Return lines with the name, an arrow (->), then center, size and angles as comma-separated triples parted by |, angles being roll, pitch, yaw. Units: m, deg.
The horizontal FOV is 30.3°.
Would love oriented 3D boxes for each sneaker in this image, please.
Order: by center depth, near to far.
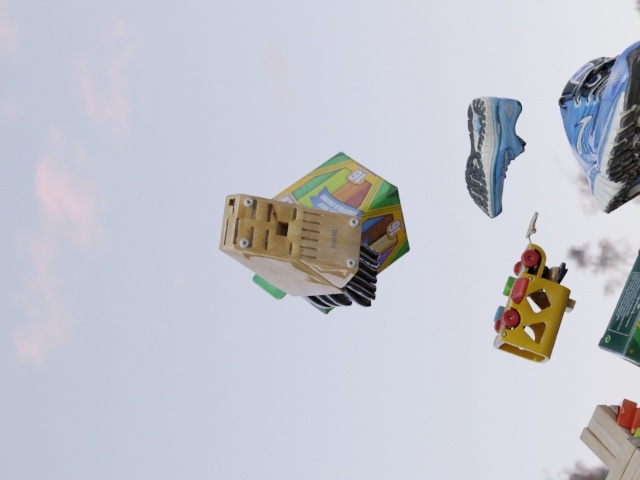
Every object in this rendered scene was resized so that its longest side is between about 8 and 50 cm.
sneaker -> 0.324, -0.143, 1.321 | 0.130, 0.147, 0.330 | -32, -17, -5
sneaker -> 0.222, -0.100, 1.452 | 0.073, 0.063, 0.162 | -10, -58, -16

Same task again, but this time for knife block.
knife block -> -0.034, 0.032, 1.808 | 0.242, 0.275, 0.088 | 129, 149, -64

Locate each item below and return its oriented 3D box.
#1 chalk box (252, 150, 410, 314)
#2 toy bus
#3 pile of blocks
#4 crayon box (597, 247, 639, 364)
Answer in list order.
chalk box -> 0.000, 0.000, 2.256 | 0.289, 0.180, 0.179 | -36, -43, -21
toy bus -> 0.341, 0.092, 1.839 | 0.191, 0.104, 0.202 | -63, -9, -56
pile of blocks -> 0.467, 0.320, 1.594 | 0.362, 0.149, 0.113 | -91, 18, -65
crayon box -> 0.676, 0.163, 2.118 | 0.323, 0.083, 0.203 | 25, -93, -24
